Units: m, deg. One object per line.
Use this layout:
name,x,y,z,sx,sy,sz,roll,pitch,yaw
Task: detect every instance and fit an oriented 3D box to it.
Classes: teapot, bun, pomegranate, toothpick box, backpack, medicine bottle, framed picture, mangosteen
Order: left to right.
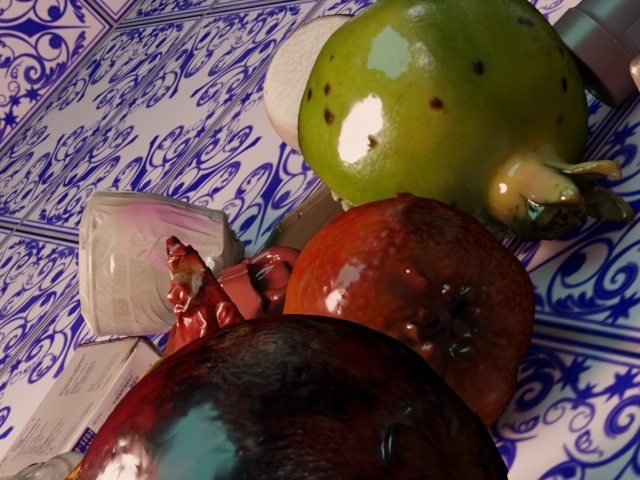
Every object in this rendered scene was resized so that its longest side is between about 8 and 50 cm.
medicine bottle,-0.282,0.202,2.012,0.171,0.052,0.201,-14,37,53
teapot,-0.177,0.035,1.992,0.221,0.178,0.163,93,178,-73
backpack,-0.058,0.104,1.629,0.229,0.139,0.229,-31,38,27
mangosteen,-0.036,0.216,1.172,0.359,0.306,0.306,-38,21,36
framed picture,0.000,0.000,1.826,0.324,0.020,0.240,-38,19,46
bun,0.025,-0.170,2.031,0.173,0.120,0.172,-13,59,24
pomegranate,0.132,-0.097,1.548,0.341,0.260,0.260,32,76,40
toothpick box,0.292,-0.208,1.630,0.149,0.098,0.098,-45,21,0

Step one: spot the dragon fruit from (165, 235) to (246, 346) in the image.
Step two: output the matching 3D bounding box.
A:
dragon fruit,-0.104,0.064,1.506,0.063,0.131,0.097,-36,37,-3

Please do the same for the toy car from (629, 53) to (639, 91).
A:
toy car,0.364,-0.167,1.237,0.242,0.226,0.336,-28,28,39

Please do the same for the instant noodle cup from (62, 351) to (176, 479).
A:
instant noodle cup,-0.114,0.223,1.463,0.172,0.216,0.215,-41,19,37

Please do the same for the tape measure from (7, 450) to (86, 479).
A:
tape measure,-0.260,0.312,1.632,0.256,0.147,0.275,-26,27,42

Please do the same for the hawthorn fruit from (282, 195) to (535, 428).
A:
hawthorn fruit,0.062,0.065,1.433,0.205,0.205,0.253,-49,11,-11
